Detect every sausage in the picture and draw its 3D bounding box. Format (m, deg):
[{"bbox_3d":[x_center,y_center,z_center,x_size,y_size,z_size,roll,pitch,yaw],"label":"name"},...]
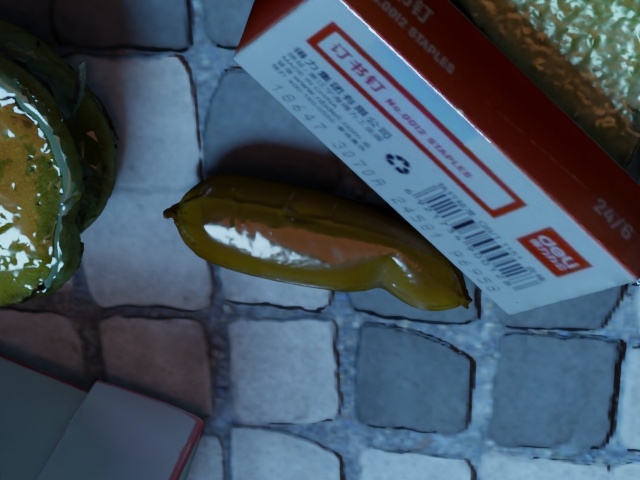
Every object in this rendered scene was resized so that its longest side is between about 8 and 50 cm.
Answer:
[{"bbox_3d":[0.000,0.000,0.850,0.183,0.054,0.062,12,156,4],"label":"sausage"}]

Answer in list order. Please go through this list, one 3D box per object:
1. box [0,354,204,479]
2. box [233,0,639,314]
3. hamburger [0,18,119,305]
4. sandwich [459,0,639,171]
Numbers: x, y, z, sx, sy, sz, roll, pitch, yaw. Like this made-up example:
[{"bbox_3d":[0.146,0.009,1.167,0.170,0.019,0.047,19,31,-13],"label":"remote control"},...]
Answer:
[{"bbox_3d":[-0.282,0.252,0.899,0.300,0.312,0.314,22,121,0],"label":"box"},{"bbox_3d":[0.063,-0.058,0.774,0.229,0.050,0.123,42,154,-12],"label":"box"},{"bbox_3d":[-0.195,-0.050,0.838,0.185,0.113,0.177,-35,101,18],"label":"hamburger"},{"bbox_3d":[0.113,-0.138,0.751,0.162,0.058,0.193,19,123,3],"label":"sandwich"}]
